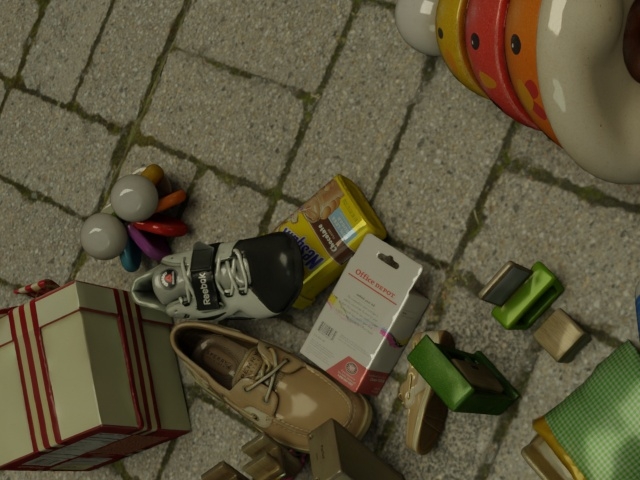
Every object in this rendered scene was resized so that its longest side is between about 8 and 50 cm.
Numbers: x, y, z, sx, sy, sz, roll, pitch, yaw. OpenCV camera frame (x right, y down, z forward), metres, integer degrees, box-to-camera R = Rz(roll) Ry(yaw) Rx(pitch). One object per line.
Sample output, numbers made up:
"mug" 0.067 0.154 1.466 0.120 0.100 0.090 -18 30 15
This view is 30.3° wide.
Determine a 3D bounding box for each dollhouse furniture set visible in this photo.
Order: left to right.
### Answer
"dollhouse furniture set" -0.022 0.372 1.562 0.242 0.161 0.212 -36 31 17
"dollhouse furniture set" 0.291 0.185 1.438 0.197 0.151 0.301 -49 58 13

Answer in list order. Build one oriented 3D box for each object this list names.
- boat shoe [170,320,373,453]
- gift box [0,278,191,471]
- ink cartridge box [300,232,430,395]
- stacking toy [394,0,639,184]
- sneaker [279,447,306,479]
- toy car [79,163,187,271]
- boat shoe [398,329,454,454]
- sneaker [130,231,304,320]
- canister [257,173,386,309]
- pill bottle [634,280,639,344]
"boat shoe" -0.082 0.205 1.681 0.341 0.110 0.121 17 69 36
"gift box" -0.389 0.205 1.811 0.276 0.255 0.258 -21 69 20
"ink cartridge box" 0.072 0.103 1.651 0.115 0.067 0.198 34 99 34
"stacking toy" 0.269 -0.273 1.530 0.480 0.350 0.350 18 88 53
"sneaker" -0.067 0.333 1.701 0.057 0.047 0.119 37 98 45
"toy car" -0.286 -0.026 1.884 0.136 0.159 0.182 40 103 -4
"boat shoe" 0.137 0.203 1.592 0.059 0.063 0.170 2 70 36
"sneaker" -0.157 0.064 1.700 0.330 0.146 0.122 -18 78 49
"canister" 0.000 0.000 1.720 0.170 0.073 0.126 -41 60 16
"pill bottle" 0.432 0.099 1.374 0.124 0.124 0.221 -17 55 28
